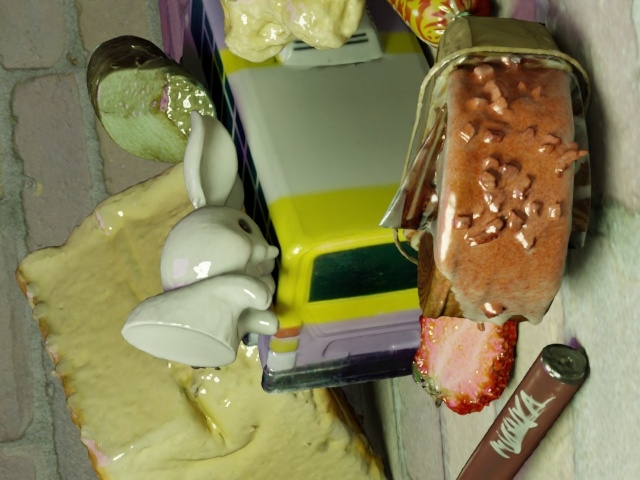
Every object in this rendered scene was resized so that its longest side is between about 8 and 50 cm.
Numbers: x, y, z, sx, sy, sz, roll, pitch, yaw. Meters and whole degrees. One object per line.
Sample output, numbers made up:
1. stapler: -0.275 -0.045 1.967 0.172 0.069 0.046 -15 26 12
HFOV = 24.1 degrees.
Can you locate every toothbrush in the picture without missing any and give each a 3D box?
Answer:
1. toothbrush: 0.138 0.197 1.252 0.364 0.041 0.041 112 149 -49

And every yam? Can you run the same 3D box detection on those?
1. yam: -0.171 -0.138 1.477 0.259 0.106 0.106 -134 38 -69

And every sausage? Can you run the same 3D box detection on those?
1. sausage: 0.088 -0.227 1.289 0.264 0.083 0.083 -118 24 -57

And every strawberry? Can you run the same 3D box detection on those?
1. strawberry: 0.132 0.088 1.292 0.104 0.048 0.152 52 130 28

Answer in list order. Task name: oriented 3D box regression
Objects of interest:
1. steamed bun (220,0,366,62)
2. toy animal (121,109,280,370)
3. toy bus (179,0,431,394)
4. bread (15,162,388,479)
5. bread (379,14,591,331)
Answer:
1. steamed bun: -0.019 -0.300 1.286 0.295 0.137 0.292 -54 41 9
2. toy animal: -0.080 -0.004 1.268 0.104 0.131 0.221 54 -138 -51
3. toy bus: -0.001 -0.098 1.443 0.249 0.209 0.440 99 160 -48
4. bread: -0.134 0.161 1.767 0.371 0.279 0.390 61 -179 43
5. bread: 0.116 -0.041 1.090 0.224 0.142 0.212 96 179 -45
